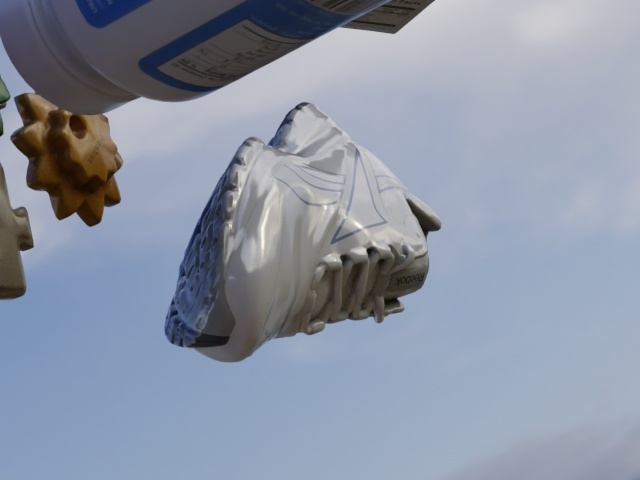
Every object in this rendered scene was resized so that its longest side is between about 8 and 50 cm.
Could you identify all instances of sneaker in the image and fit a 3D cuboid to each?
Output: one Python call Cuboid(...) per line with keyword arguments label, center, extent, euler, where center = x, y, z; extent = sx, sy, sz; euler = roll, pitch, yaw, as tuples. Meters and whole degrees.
Cuboid(label="sneaker", center=(0.000, 0.000, 1.073), extent=(0.111, 0.129, 0.297), euler=(-64, -6, 25))

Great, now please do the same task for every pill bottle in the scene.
Cuboid(label="pill bottle", center=(-0.052, -0.138, 0.844), extent=(0.221, 0.124, 0.124), euler=(-22, -11, 41))

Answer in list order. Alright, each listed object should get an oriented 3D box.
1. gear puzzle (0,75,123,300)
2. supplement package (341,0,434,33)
Cuboid(label="gear puzzle", center=(-0.192, -0.048, 0.893), extent=(0.044, 0.175, 0.339), euler=(-18, -12, 27))
Cuboid(label="supplement package", center=(-0.026, -0.299, 1.462), extent=(0.262, 0.204, 0.145), euler=(3, -22, -32))
